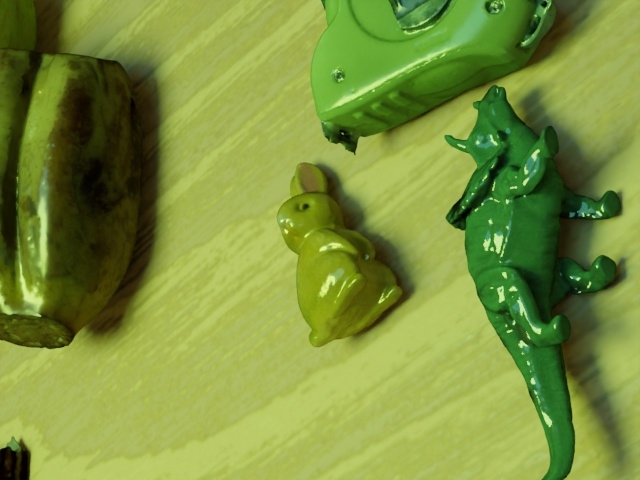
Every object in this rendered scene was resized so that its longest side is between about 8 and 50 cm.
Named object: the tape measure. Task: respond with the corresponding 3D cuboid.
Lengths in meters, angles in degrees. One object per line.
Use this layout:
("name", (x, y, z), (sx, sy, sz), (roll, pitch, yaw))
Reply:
("tape measure", (0.079, -0.184, 0.904), (0.200, 0.106, 0.175), (-21, 71, 31))

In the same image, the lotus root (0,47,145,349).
("lotus root", (-0.268, -0.046, 1.104), (0.193, 0.193, 0.291), (-10, 74, 36))

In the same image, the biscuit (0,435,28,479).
("biscuit", (-0.346, 0.318, 1.155), (0.106, 0.070, 0.252), (-9, 75, 36))

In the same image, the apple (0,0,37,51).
("apple", (-0.416, -0.217, 1.213), (0.226, 0.246, 0.246), (-48, 55, 8))

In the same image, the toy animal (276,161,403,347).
("toy animal", (-0.003, 0.002, 0.959), (0.083, 0.070, 0.159), (-43, 53, 25))

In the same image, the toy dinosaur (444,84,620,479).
("toy dinosaur", (0.156, 0.021, 0.822), (0.120, 0.079, 0.292), (-37, 58, 33))
